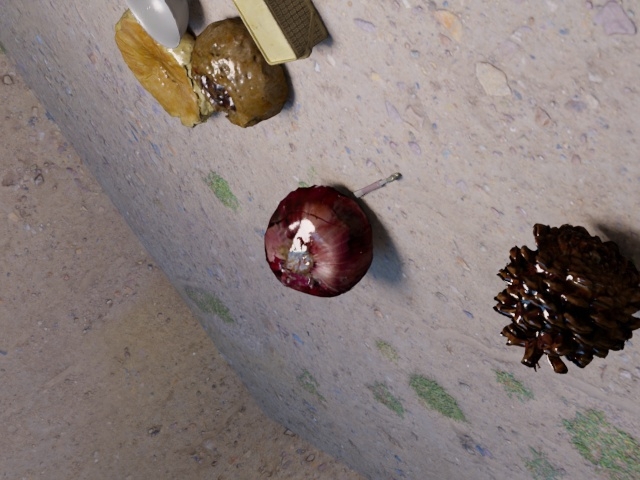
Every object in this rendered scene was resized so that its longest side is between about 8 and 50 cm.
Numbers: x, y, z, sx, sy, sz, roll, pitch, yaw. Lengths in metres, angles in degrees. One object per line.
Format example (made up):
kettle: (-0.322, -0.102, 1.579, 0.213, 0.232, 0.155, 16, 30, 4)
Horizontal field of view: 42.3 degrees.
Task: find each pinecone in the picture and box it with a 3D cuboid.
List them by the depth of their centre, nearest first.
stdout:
pinecone: (0.350, 0.087, 1.201, 0.221, 0.221, 0.221, 40, 157, 21)

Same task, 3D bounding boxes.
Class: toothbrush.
toothbrush: (0.110, -0.109, 1.642, 0.014, 0.017, 0.194, 57, 160, -6)

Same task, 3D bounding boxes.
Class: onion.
onion: (0.000, 0.000, 1.799, 0.252, 0.219, 0.252, 7, 113, 16)

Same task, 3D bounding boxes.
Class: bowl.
bowl: (-0.324, -0.500, 1.712, 0.189, 0.086, 0.189, 39, 158, 19)

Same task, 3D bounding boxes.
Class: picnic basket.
picnic basket: (-0.073, -0.390, 1.426, 0.115, 0.079, 0.164, 14, 140, 57)

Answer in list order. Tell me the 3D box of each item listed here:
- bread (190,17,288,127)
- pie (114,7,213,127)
bread: (-0.171, -0.329, 1.665, 0.230, 0.123, 0.230, 37, 155, 20)
pie: (-0.362, -0.412, 1.939, 0.339, 0.083, 0.339, 41, 156, 23)
